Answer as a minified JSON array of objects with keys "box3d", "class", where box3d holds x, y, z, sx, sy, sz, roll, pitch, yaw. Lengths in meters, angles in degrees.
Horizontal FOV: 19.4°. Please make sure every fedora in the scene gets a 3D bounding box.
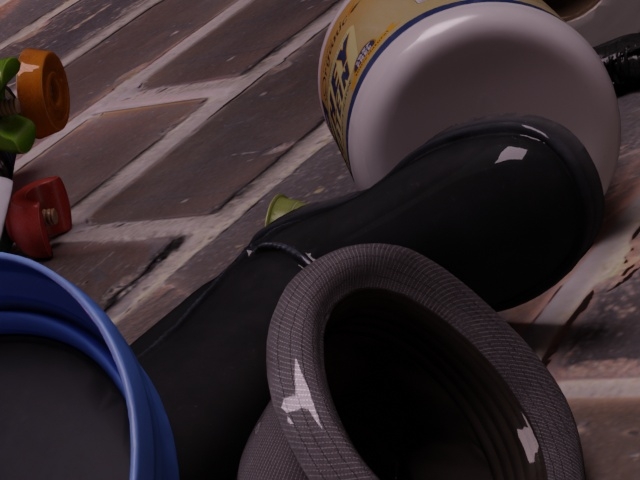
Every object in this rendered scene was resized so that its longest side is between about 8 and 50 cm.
[{"box3d":[0.040,0.138,1.151,0.124,0.244,0.275,-44,12,28],"class":"fedora"}]

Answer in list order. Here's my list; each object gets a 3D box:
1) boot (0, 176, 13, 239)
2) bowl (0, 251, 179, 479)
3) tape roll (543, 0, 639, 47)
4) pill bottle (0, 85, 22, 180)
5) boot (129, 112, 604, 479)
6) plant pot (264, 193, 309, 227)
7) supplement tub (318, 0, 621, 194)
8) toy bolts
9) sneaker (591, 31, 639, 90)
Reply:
[{"box3d":[-0.366,0.043,1.676,0.095,0.123,0.258,129,159,-64],"class":"boot"},{"box3d":[-0.256,0.194,1.165,0.391,0.077,0.391,-17,54,25],"class":"bowl"},{"box3d":[0.227,-0.308,1.974,0.246,0.246,0.169,-22,21,-3],"class":"tape roll"},{"box3d":[-0.423,-0.097,2.215,0.123,0.123,0.219,-18,34,9],"class":"pill bottle"},{"box3d":[-0.038,0.090,1.327,0.367,0.146,0.445,-26,7,45],"class":"boot"},{"box3d":[0.000,0.000,1.675,0.079,0.083,0.083,1,27,19],"class":"plant pot"},{"box3d":[0.119,-0.126,1.646,0.228,0.228,0.316,-21,20,0],"class":"supplement tub"},{"box3d":[-0.370,-0.093,2.033,0.158,0.228,0.218,-6,18,12],"class":"toy bolts"},{"box3d":[0.304,-0.175,1.842,0.170,0.051,0.089,-27,17,-25],"class":"sneaker"}]
